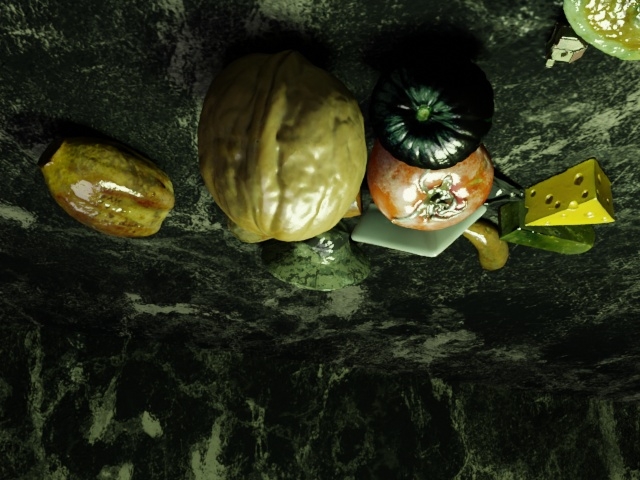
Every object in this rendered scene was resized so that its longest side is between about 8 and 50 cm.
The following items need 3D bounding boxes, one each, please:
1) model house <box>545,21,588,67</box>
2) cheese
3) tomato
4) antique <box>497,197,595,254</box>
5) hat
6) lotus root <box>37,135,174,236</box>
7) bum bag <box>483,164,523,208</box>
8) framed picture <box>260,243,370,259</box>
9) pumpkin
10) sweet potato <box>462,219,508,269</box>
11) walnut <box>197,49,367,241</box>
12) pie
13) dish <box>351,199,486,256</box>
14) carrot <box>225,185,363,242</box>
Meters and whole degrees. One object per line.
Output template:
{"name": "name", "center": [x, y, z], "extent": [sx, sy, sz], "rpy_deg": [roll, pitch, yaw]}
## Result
{"name": "model house", "center": [0.378, -0.297, 1.187], "extent": [0.058, 0.057, 0.083], "rpy_deg": [9, 156, 1]}
{"name": "cheese", "center": [0.500, -0.086, 1.624], "extent": [0.171, 0.093, 0.126], "rpy_deg": [-11, 154, 35]}
{"name": "tomato", "center": [0.193, -0.134, 1.441], "extent": [0.231, 0.189, 0.232], "rpy_deg": [-4, 129, -5]}
{"name": "antique", "center": [0.514, -0.028, 1.782], "extent": [0.220, 0.080, 0.081], "rpy_deg": [12, 157, -20]}
{"name": "hat", "center": [0.000, 0.000, 1.848], "extent": [0.265, 0.266, 0.128], "rpy_deg": [7, 126, -7]}
{"name": "lotus root", "center": [-0.449, -0.122, 1.635], "extent": [0.193, 0.193, 0.291], "rpy_deg": [-14, 154, 37]}
{"name": "bum bag", "center": [0.321, -0.115, 1.628], "extent": [0.123, 0.060, 0.248], "rpy_deg": [-14, 152, 35]}
{"name": "framed picture", "center": [-0.018, 0.032, 2.020], "extent": [0.274, 0.017, 0.217], "rpy_deg": [6, 177, -7]}
{"name": "pumpkin", "center": [0.179, -0.211, 1.270], "extent": [0.201, 0.202, 0.140], "rpy_deg": [-4, -168, 20]}
{"name": "sweet potato", "center": [0.392, 0.010, 1.896], "extent": [0.108, 0.079, 0.346], "rpy_deg": [4, 158, 34]}
{"name": "walnut", "center": [-0.063, -0.157, 1.309], "extent": [0.251, 0.313, 0.277], "rpy_deg": [-13, -153, -38]}
{"name": "pie", "center": [0.472, -0.342, 1.048], "extent": [0.302, 0.067, 0.302], "rpy_deg": [4, 157, 2]}
{"name": "dish", "center": [0.189, -0.062, 1.616], "extent": [0.243, 0.182, 0.080], "rpy_deg": [13, 133, 47]}
{"name": "carrot", "center": [-0.060, -0.081, 1.698], "extent": [0.301, 0.139, 0.139], "rpy_deg": [-13, 154, 14]}
